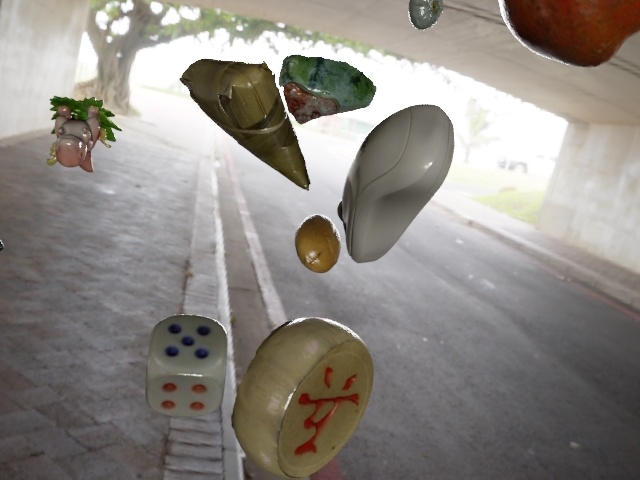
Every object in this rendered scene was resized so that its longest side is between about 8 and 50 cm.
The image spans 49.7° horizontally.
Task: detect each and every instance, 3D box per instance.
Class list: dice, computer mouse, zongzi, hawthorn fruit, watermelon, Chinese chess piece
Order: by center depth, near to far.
[{"bbox_3d":[0.253,-0.269,0.674,0.189,0.189,0.189,14,9,-2],"label":"hawthorn fruit"},{"bbox_3d":[-0.092,-0.150,0.883,0.160,0.078,0.176,31,-23,50],"label":"zongzi"},{"bbox_3d":[-0.024,0.240,1.063,0.103,0.249,0.250,23,12,34],"label":"Chinese chess piece"},{"bbox_3d":[0.097,-0.092,1.094,0.121,0.184,0.297,21,-38,-17],"label":"computer mouse"},{"bbox_3d":[0.003,-0.241,1.194,0.187,0.139,0.071,11,54,-25],"label":"watermelon"},{"bbox_3d":[-0.330,0.312,1.716,0.192,0.193,0.194,3,43,-9],"label":"dice"}]

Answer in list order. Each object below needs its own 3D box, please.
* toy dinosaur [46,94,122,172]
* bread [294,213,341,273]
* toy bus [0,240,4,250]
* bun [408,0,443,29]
[{"bbox_3d":[-0.495,-0.206,1.446,0.152,0.177,0.194,5,-26,-18],"label":"toy dinosaur"},{"bbox_3d":[0.000,0.000,1.494,0.114,0.077,0.189,43,26,-12],"label":"bread"},{"bbox_3d":[-0.829,-0.083,1.526,0.133,0.271,0.165,-30,-8,-22],"label":"toy bus"},{"bbox_3d":[0.197,-0.432,1.277,0.083,0.083,0.045,5,7,-45],"label":"bun"}]
